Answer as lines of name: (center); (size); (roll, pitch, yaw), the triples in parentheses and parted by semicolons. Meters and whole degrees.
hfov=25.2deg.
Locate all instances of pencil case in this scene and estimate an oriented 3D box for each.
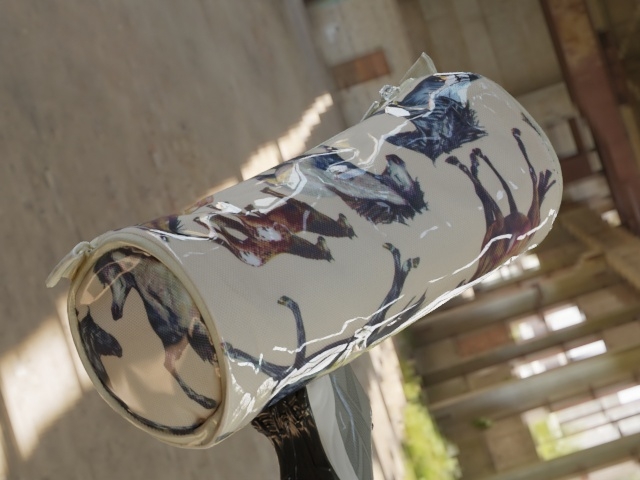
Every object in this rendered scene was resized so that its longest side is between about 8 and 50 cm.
pencil case: (0.000, 0.000, 1.089); (0.183, 0.410, 0.160); (46, -42, 18)

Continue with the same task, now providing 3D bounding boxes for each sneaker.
sneaker: (0.012, 0.187, 1.214); (0.108, 0.100, 0.272); (-9, 82, -50)
